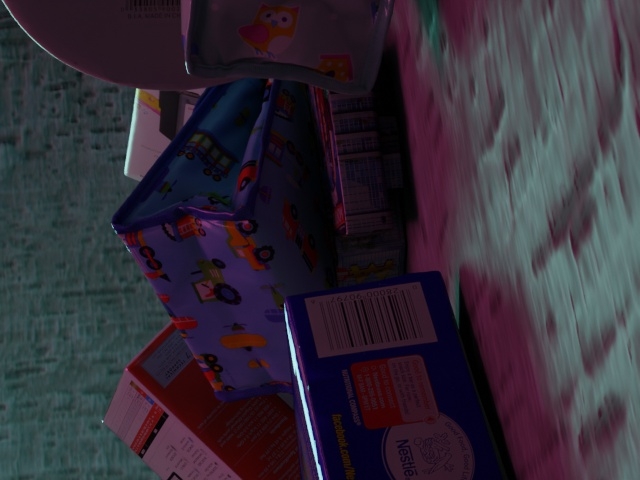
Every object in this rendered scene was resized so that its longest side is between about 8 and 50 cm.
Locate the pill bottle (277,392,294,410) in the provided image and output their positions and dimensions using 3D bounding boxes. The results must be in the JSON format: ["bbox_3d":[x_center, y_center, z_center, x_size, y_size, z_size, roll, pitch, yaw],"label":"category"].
[{"bbox_3d":[-0.028,0.144,1.968,0.283,0.161,0.161,124,139,-80],"label":"pill bottle"}]

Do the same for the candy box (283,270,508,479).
[{"bbox_3d":[0.057,0.229,1.256,0.268,0.122,0.317,-104,9,-48],"label":"candy box"}]

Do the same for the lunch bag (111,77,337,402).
[{"bbox_3d":[-0.032,-0.041,1.629,0.221,0.138,0.293,63,-145,-36],"label":"lunch bag"}]

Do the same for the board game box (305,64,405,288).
[{"bbox_3d":[0.033,-0.054,1.505,0.194,0.060,0.194,179,83,-86],"label":"board game box"}]

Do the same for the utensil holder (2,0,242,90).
[{"bbox_3d":[-0.137,-0.355,1.550,0.385,0.328,0.327,-106,10,-51],"label":"utensil holder"}]

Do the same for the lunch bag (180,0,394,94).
[{"bbox_3d":[-0.017,-0.261,1.208,0.223,0.160,0.262,-98,14,-53],"label":"lunch bag"}]

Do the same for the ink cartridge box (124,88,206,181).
[{"bbox_3d":[-0.109,-0.210,1.951,0.306,0.131,0.226,108,178,-62],"label":"ink cartridge box"}]

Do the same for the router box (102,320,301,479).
[{"bbox_3d":[-0.071,0.229,1.820,0.301,0.082,0.335,44,163,2],"label":"router box"}]
